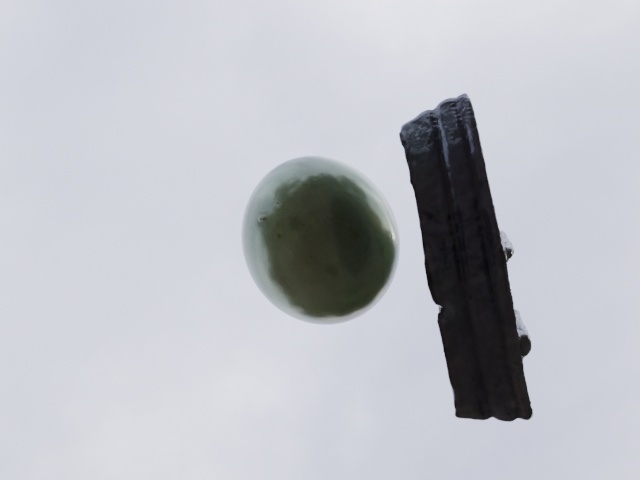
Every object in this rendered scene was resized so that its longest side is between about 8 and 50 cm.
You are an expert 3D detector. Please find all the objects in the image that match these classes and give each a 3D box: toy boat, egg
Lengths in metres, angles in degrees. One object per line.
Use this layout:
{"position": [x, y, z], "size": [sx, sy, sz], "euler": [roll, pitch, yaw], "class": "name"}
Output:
{"position": [0.129, 0.017, 1.182], "size": [0.078, 0.127, 0.283], "euler": [-11, -82, 7], "class": "toy boat"}
{"position": [0.000, 0.000, 1.306], "size": [0.149, 0.149, 0.192], "euler": [-27, -32, -4], "class": "egg"}
